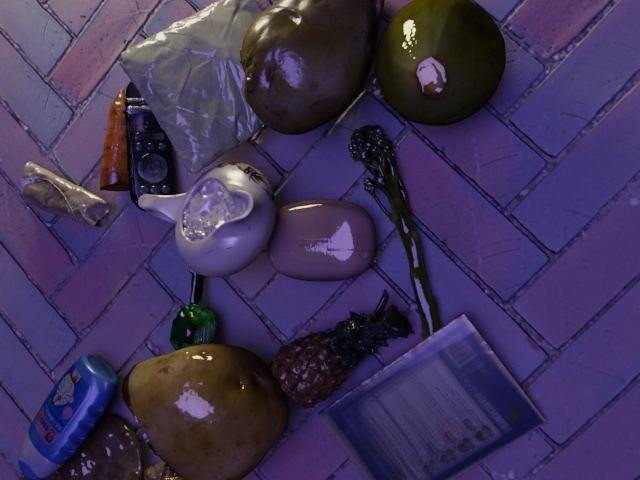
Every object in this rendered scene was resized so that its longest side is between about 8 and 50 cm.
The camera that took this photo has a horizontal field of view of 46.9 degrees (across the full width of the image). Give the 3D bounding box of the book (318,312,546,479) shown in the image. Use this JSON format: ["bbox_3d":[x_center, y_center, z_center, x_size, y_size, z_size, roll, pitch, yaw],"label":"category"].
[{"bbox_3d":[0.183,0.300,1.256,0.322,0.018,0.228,-37,88,17],"label":"book"}]

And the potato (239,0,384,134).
[{"bbox_3d":[-0.005,-0.327,1.219,0.203,0.218,0.351,36,66,-6],"label":"potato"}]

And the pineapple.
[{"bbox_3d":[0.040,0.189,1.282,0.248,0.128,0.128,-34,79,11],"label":"pineapple"}]

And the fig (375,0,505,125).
[{"bbox_3d":[0.195,-0.278,1.164,0.207,0.230,0.207,-7,114,-15],"label":"fig"}]

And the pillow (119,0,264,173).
[{"bbox_3d":[-0.185,-0.300,1.338,0.281,0.076,0.274,-32,78,-8],"label":"pillow"}]

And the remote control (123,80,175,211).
[{"bbox_3d":[-0.339,-0.186,1.442,0.066,0.090,0.265,-15,79,58],"label":"remote control"}]

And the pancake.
[{"bbox_3d":[-0.455,0.465,1.478,0.222,0.042,0.236,39,90,32],"label":"pancake"}]

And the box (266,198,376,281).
[{"bbox_3d":[0.000,0.000,1.304,0.200,0.088,0.145,-1,89,22],"label":"box"}]

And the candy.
[{"bbox_3d":[-0.235,0.061,1.408,0.097,0.097,0.323,-2,81,20],"label":"candy"}]

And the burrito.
[{"bbox_3d":[-0.530,-0.087,1.515,0.226,0.060,0.086,22,92,20],"label":"burrito"}]

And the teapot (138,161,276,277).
[{"bbox_3d":[-0.191,-0.040,1.296,0.300,0.166,0.208,3,84,33],"label":"teapot"}]

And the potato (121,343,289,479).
[{"bbox_3d":[-0.178,0.290,1.291,0.243,0.242,0.285,-34,87,17],"label":"potato"}]

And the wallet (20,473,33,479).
[{"bbox_3d":[-0.524,0.541,1.524,0.243,0.039,0.132,11,81,18],"label":"wallet"}]

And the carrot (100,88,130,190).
[{"bbox_3d":[-0.399,-0.199,1.462,0.072,0.072,0.204,1,90,20],"label":"carrot"}]

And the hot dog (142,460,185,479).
[{"bbox_3d":[-0.291,0.457,1.428,0.169,0.061,0.078,-37,79,17],"label":"hot dog"}]

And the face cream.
[{"bbox_3d":[-0.512,0.359,1.475,0.264,0.083,0.149,-55,44,2],"label":"face cream"}]

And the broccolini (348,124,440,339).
[{"bbox_3d":[0.125,-0.011,1.275,0.074,0.079,0.391,-19,83,53],"label":"broccolini"}]
